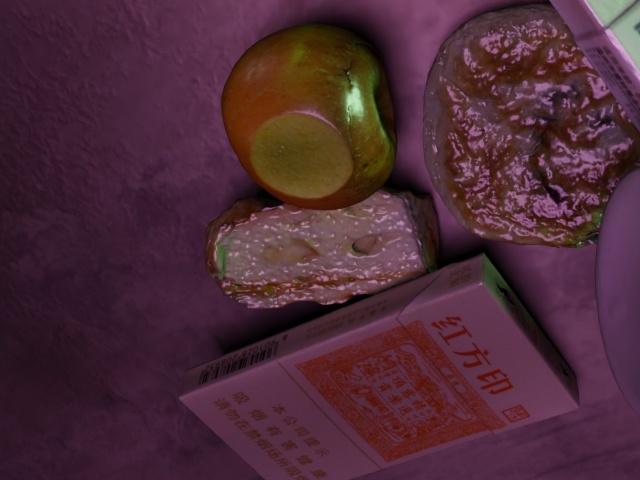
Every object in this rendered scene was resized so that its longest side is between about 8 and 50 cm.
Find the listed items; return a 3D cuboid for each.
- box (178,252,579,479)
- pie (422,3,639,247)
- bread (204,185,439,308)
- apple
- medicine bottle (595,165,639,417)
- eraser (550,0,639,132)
[{"bbox_3d":[0.056,0.154,1.077,0.365,0.051,0.204,-24,123,26],"label":"box"},{"bbox_3d":[0.197,-0.097,0.934,0.241,0.054,0.240,7,119,13],"label":"pie"},{"bbox_3d":[0.000,0.000,1.029,0.232,0.088,0.128,-8,127,12],"label":"bread"},{"bbox_3d":[-0.010,-0.112,0.938,0.147,0.146,0.163,-9,126,18],"label":"apple"},{"bbox_3d":[0.389,0.032,0.773,0.316,0.202,0.202,-5,117,-7],"label":"medicine bottle"},{"bbox_3d":[0.290,-0.160,0.840,0.124,0.068,0.210,-40,101,-6],"label":"eraser"}]
